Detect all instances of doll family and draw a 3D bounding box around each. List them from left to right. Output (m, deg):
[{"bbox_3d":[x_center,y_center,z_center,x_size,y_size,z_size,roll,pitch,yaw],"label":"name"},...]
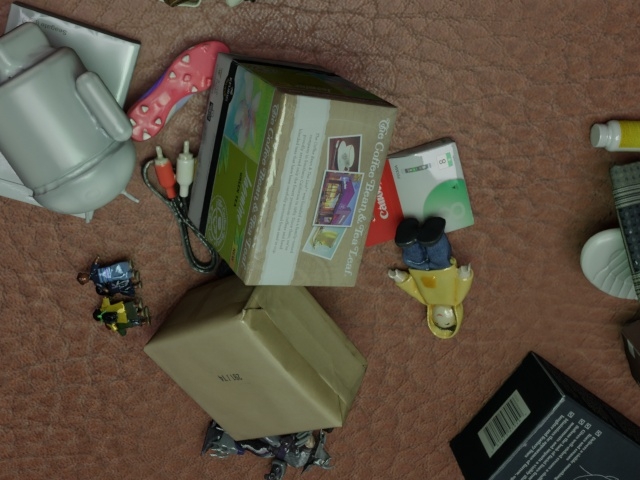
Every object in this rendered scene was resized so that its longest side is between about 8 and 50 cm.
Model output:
[{"bbox_3d":[-0.415,0.112,1.761,0.112,0.076,0.192,-9,106,1],"label":"doll family"}]

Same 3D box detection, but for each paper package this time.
[{"bbox_3d":[-0.122,0.223,1.696,0.325,0.168,0.309,-19,118,44],"label":"paper package"}]

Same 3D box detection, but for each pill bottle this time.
[{"bbox_3d":[0.605,-0.209,1.764,0.117,0.065,0.065,0,110,-7],"label":"pill bottle"}]

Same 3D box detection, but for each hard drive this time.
[{"bbox_3d":[-0.493,-0.234,1.635,0.233,0.047,0.352,16,107,-12],"label":"hard drive"}]

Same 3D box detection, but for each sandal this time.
[{"bbox_3d":[0.704,0.043,1.858,0.417,0.102,0.169,11,124,-24],"label":"sandal"}]

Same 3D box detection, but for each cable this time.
[{"bbox_3d":[-0.269,-0.059,1.710,0.140,0.072,0.287,-6,110,-7],"label":"cable"}]

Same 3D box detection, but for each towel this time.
[{"bbox_3d":[0.722,-0.018,1.755,0.324,0.056,0.312,-9,83,-26],"label":"towel"}]

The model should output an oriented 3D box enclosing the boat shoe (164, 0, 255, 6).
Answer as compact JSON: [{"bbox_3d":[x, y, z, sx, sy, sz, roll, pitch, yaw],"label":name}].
[{"bbox_3d":[-0.117,-0.443,1.447,0.307,0.110,0.104,-25,107,4],"label":"boat shoe"}]

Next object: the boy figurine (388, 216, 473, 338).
[{"bbox_3d":[0.226,0.081,1.795,0.177,0.092,0.285,0,130,24],"label":"boy figurine"}]

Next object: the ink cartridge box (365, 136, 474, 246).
[{"bbox_3d":[0.180,-0.088,1.766,0.225,0.056,0.180,-18,111,-2],"label":"ink cartridge box"}]

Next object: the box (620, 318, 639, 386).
[{"bbox_3d":[0.855,0.201,1.880,0.382,0.143,0.191,-26,132,5],"label":"box"}]

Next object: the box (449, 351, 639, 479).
[{"bbox_3d":[0.542,0.490,1.936,0.396,0.212,0.293,35,102,-16],"label":"box"}]

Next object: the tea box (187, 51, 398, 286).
[{"bbox_3d":[-0.062,-0.130,1.553,0.220,0.323,0.328,2,111,-29],"label":"tea box"}]

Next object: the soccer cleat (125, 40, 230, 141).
[{"bbox_3d":[-0.271,-0.280,1.633,0.248,0.095,0.083,-46,113,-5],"label":"soccer cleat"}]

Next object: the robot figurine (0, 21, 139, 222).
[{"bbox_3d":[-0.454,-0.192,1.522,0.300,0.199,0.353,-12,117,37],"label":"robot figurine"}]

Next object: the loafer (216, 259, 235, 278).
[{"bbox_3d":[-0.111,0.106,1.793,0.223,0.076,0.078,38,107,-13],"label":"loafer"}]

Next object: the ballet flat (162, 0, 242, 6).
[{"bbox_3d":[-0.204,-0.474,1.556,0.343,0.116,0.124,-4,130,-7],"label":"ballet flat"}]

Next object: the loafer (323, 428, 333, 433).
[{"bbox_3d":[-0.011,0.310,1.883,0.079,0.080,0.219,-7,106,6],"label":"loafer"}]

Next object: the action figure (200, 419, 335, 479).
[{"bbox_3d":[-0.104,0.444,1.896,0.285,0.099,0.185,19,124,-5],"label":"action figure"}]
